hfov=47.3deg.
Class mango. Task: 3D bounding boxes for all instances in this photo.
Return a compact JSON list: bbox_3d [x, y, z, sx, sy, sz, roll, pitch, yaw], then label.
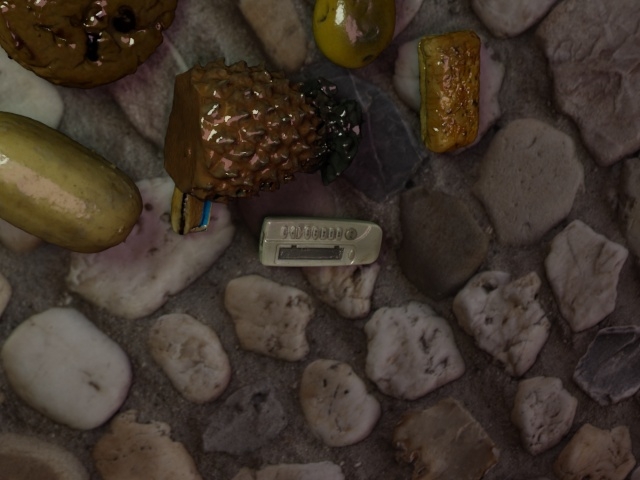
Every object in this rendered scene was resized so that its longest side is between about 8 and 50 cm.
[{"bbox_3d":[0.054,-0.374,1.169,0.137,0.098,0.195,-9,110,-14],"label":"mango"}]

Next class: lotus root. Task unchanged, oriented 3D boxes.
[{"bbox_3d":[-0.416,-0.097,1.056,0.343,0.169,0.151,33,91,-29],"label":"lotus root"}]

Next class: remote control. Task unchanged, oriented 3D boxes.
[{"bbox_3d":[0.000,0.000,1.334,0.230,0.049,0.090,1,112,-23],"label":"remote control"}]

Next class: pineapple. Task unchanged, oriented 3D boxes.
[{"bbox_3d":[-0.056,-0.171,1.165,0.358,0.223,0.222,-5,114,-32],"label":"pineapple"}]

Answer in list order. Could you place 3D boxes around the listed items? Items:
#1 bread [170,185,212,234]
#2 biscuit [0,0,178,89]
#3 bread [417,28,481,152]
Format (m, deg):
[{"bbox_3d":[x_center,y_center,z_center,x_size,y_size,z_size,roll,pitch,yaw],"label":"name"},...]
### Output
[{"bbox_3d":[-0.216,-0.064,1.220,0.072,0.053,0.105,-10,120,-44],"label":"bread"},{"bbox_3d":[-0.314,-0.348,0.998,0.296,0.075,0.295,-26,131,-33],"label":"biscuit"},{"bbox_3d":[0.231,-0.264,1.297,0.114,0.083,0.210,-17,119,-19],"label":"bread"}]
